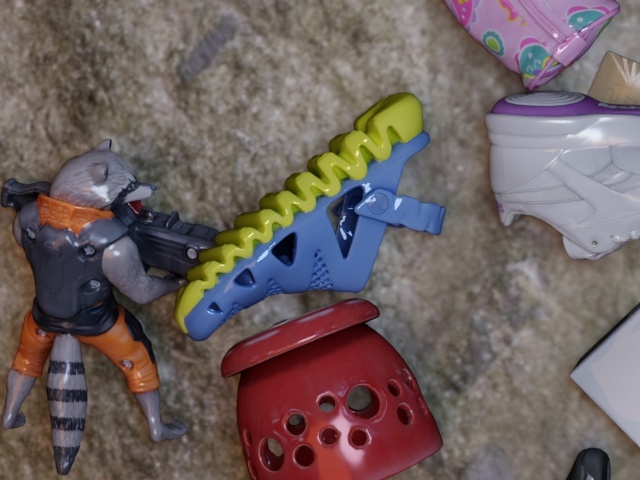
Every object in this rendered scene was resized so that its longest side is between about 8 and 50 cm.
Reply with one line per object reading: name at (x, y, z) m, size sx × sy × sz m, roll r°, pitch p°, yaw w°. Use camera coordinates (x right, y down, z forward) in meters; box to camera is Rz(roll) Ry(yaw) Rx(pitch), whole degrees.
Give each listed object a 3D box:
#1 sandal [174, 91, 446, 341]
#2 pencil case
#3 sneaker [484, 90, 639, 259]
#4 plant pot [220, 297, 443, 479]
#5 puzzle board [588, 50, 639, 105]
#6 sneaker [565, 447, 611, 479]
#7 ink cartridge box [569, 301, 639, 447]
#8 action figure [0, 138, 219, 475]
sandal at (0.000, 0.000, 1.355) m, size 0.317 × 0.126 × 0.138 m, roll -38°, pitch 101°, yaw -2°
pencil case at (0.143, -0.273, 1.290) m, size 0.124 × 0.124 × 0.284 m, roll -42°, pitch 87°, yaw 21°
sneaker at (0.297, -0.051, 1.279) m, size 0.305 × 0.114 × 0.152 m, roll 10°, pitch 111°, yaw 29°
plant pot at (0.004, 0.160, 1.388) m, size 0.191 × 0.191 × 0.174 m, roll -25°, pitch 83°, yaw 21°
puzzle board at (0.291, -0.102, 1.330) m, size 0.096 × 0.011 × 0.128 m, roll 25°, pitch 108°, yaw 12°
sneaker at (0.206, 0.302, 1.399) m, size 0.132 × 0.086 × 0.229 m, roll 14°, pitch 106°, yaw 18°
ink cartridge box at (0.413, 0.115, 1.306) m, size 0.239 × 0.060 × 0.275 m, roll 45°, pitch 110°, yaw 7°
action figure at (-0.205, 0.063, 1.447) m, size 0.341 × 0.178 × 0.330 m, roll 7°, pitch 112°, yaw 18°
